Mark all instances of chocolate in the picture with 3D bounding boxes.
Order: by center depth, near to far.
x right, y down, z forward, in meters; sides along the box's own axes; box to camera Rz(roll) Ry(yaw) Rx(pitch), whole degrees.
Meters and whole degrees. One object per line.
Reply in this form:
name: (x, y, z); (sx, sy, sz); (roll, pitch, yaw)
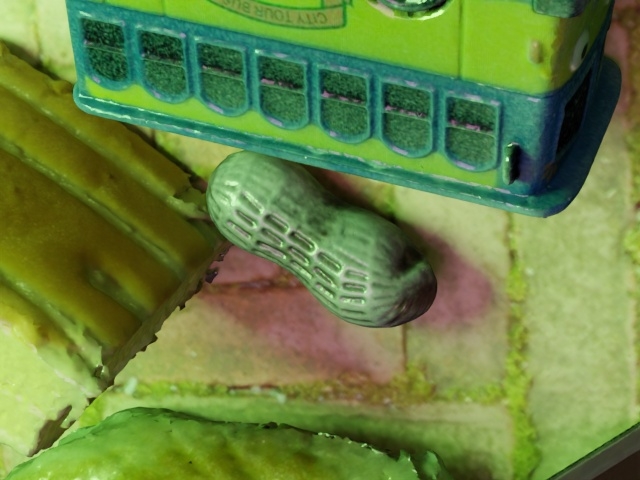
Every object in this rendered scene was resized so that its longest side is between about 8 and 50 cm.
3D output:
chocolate: (0.000, 0.000, 1.160); (0.167, 0.072, 0.072); (33, 122, 5)

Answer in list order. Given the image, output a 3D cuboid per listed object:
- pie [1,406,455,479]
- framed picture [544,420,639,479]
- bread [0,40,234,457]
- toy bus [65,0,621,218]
pie: (-0.090, 0.305, 1.235); (0.395, 0.180, 0.418); (19, 87, 19)
framed picture: (0.133, 0.275, 1.143); (0.018, 0.293, 0.231); (12, 125, 61)
bread: (-0.199, -0.001, 1.149); (0.246, 0.239, 0.111); (35, 128, 6)
toy bus: (0.014, -0.148, 1.016); (0.312, 0.152, 0.190); (14, 135, 16)
